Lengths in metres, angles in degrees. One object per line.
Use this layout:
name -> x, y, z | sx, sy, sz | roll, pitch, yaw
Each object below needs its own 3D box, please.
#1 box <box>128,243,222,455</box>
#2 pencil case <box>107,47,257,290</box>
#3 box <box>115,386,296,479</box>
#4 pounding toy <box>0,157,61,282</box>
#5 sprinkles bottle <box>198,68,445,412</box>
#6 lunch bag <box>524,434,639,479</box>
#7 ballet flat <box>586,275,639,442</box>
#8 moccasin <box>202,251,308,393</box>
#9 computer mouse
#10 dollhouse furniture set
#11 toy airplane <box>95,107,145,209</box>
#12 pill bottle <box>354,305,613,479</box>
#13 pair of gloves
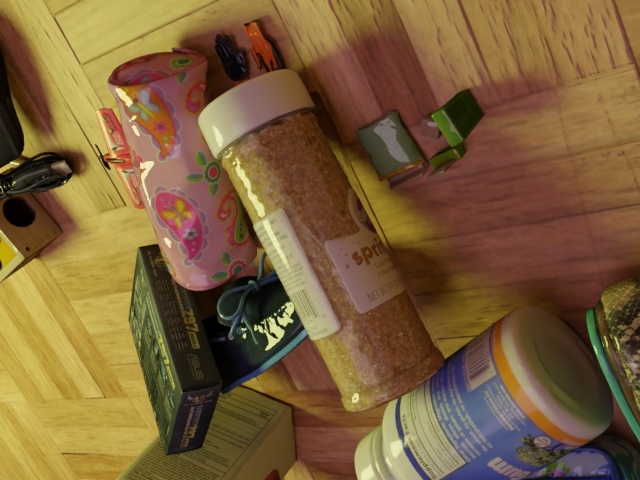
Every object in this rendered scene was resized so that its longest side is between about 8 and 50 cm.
box -> -0.204, 0.147, 1.186 | 0.183, 0.059, 0.232 | 110, 143, -49
pencil case -> -0.158, -0.081, 1.036 | 0.124, 0.124, 0.284 | 7, 124, 33
box -> -0.158, 0.333, 1.256 | 0.149, 0.232, 0.126 | 16, 129, 27
pounding toy -> -0.505, -0.057, 1.324 | 0.206, 0.094, 0.181 | 52, 136, -7
sprinkles bottle -> 0.000, 0.000, 0.923 | 0.121, 0.121, 0.355 | -29, 87, 45
lunch bag -> 0.267, 0.312, 1.003 | 0.219, 0.090, 0.176 | -14, 83, 41
ballet flat -> 0.408, 0.240, 0.850 | 0.182, 0.164, 0.482 | -15, 111, 20
moccasin -> -0.087, 0.103, 1.109 | 0.116, 0.138, 0.342 | 51, 135, 0
computer mouse -> -0.473, -0.173, 1.193 | 0.189, 0.072, 0.272 | -14, 109, 8
dollhouse furniture set -> 0.092, -0.096, 0.886 | 0.152, 0.058, 0.076 | -23, 105, 44
toy airplane -> -0.236, -0.111, 1.136 | 0.151, 0.028, 0.151 | 19, 132, 23
pill bottle -> 0.165, 0.202, 0.948 | 0.152, 0.152, 0.272 | 46, 123, 0
pair of gloves -> -0.079, -0.203, 0.968 | 0.083, 0.010, 0.074 | -8, 118, 41
